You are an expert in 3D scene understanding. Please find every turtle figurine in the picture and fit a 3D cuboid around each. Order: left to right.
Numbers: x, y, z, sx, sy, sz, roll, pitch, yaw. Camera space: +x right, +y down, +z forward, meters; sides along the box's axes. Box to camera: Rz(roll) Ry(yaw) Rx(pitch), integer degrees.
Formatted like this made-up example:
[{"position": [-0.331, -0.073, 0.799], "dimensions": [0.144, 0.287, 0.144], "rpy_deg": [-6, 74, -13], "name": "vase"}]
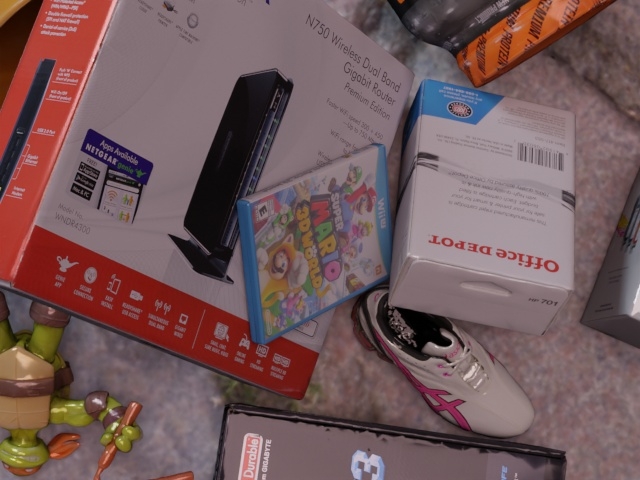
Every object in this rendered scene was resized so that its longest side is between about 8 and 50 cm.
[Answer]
[{"position": [-0.229, 0.106, 1.140], "dimensions": [0.270, 0.087, 0.217], "rpy_deg": [5, 105, 7], "name": "turtle figurine"}]

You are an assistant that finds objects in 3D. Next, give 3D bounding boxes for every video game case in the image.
[{"position": [0.000, 0.000, 1.127], "dimensions": [0.166, 0.015, 0.119], "rpy_deg": [-26, 118, -44], "name": "video game case"}]

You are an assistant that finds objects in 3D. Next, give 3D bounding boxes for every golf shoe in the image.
[{"position": [0.108, 0.108, 1.194], "dimensions": [0.186, 0.086, 0.067], "rpy_deg": [36, 79, -4], "name": "golf shoe"}]

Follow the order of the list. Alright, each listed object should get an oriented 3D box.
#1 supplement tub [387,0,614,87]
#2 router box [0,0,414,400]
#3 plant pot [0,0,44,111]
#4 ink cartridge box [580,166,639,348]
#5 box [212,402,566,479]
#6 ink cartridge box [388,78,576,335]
[{"position": [0.107, -0.312, 1.177], "dimensions": [0.207, 0.207, 0.338], "rpy_deg": [-32, 90, -10], "name": "supplement tub"}, {"position": [-0.091, -0.064, 1.081], "dimensions": [0.335, 0.082, 0.301], "rpy_deg": [28, 78, -49], "name": "router box"}, {"position": [-0.247, -0.226, 1.135], "dimensions": [0.205, 0.205, 0.188], "rpy_deg": [-34, 74, -10], "name": "plant pot"}, {"position": [0.329, 0.012, 1.212], "dimensions": [0.128, 0.127, 0.176], "rpy_deg": [24, 82, -4], "name": "ink cartridge box"}, {"position": [0.042, 0.300, 1.173], "dimensions": [0.293, 0.073, 0.295], "rpy_deg": [10, 82, -8], "name": "box"}, {"position": [0.136, -0.029, 1.176], "dimensions": [0.140, 0.082, 0.190], "rpy_deg": [12, 56, -6], "name": "ink cartridge box"}]
